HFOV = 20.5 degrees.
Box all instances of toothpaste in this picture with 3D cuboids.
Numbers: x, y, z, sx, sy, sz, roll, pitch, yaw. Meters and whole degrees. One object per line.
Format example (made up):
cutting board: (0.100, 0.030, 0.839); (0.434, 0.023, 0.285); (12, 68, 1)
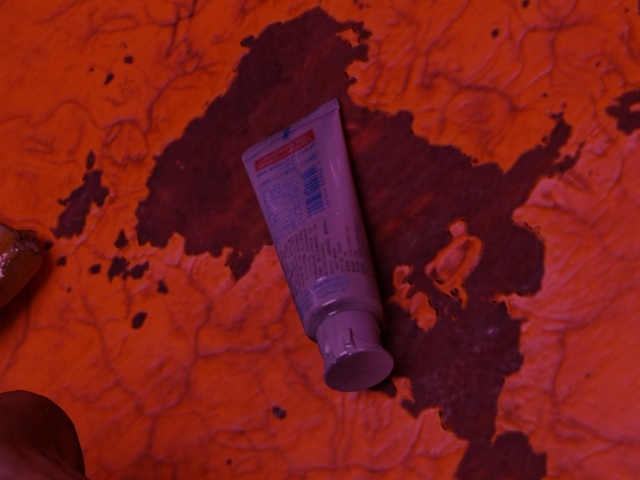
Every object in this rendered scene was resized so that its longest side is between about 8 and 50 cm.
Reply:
toothpaste: (0.000, 0.000, 1.297); (0.089, 0.057, 0.234); (-28, 53, 16)

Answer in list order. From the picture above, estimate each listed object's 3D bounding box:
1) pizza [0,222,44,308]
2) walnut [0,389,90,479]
pizza: (-0.326, 0.016, 1.477); (0.188, 0.062, 0.199); (-31, 52, 3)
walnut: (-0.268, 0.259, 1.168); (0.381, 0.381, 0.381); (-11, 67, 27)
